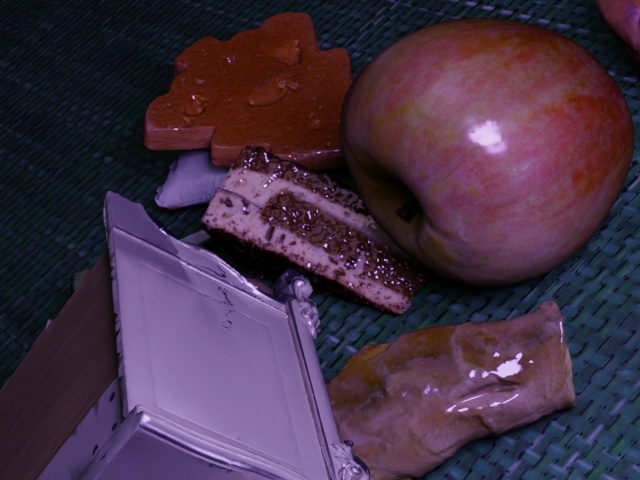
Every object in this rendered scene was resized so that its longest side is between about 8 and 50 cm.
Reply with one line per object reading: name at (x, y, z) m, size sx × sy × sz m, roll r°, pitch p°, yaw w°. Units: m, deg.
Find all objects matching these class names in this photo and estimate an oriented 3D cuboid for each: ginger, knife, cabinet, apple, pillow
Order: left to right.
cabinet at (-0.142, 0.179, 1.153) m, size 0.290 × 0.227 × 0.318 m, roll -52°, pitch 29°, yaw 22°
knife at (-0.182, 0.021, 1.563) m, size 0.207 × 0.014 × 0.030 m, roll -26°, pitch 33°, yaw -20°
pillow at (-0.112, -0.128, 1.696) m, size 0.128 × 0.051 × 0.229 m, roll -5°, pitch 45°, yaw 29°
ginger at (0.094, 0.134, 1.204) m, size 0.263 × 0.109 × 0.116 m, roll -24°, pitch 35°, yaw 10°
apple at (0.156, -0.090, 1.294) m, size 0.234 × 0.257 × 0.257 m, roll -35°, pitch 36°, yaw -13°

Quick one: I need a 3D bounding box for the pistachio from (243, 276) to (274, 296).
pistachio at (-0.070, 0.093, 1.379) m, size 0.113 × 0.113 × 0.149 m, roll -25°, pitch 30°, yaw 10°

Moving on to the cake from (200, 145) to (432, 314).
cake at (0.010, 0.006, 1.468) m, size 0.246 × 0.135 × 0.112 m, roll 24°, pitch 73°, yaw 16°

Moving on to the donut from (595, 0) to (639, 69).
donut at (0.420, -0.253, 1.375) m, size 0.299 × 0.150 × 0.317 m, roll -8°, pitch 44°, yaw 30°

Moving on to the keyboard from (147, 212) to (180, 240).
keyboard at (-0.171, 0.027, 1.594) m, size 0.060 × 0.018 × 0.195 m, roll -44°, pitch 38°, yaw -6°

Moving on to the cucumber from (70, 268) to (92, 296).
cucumber at (-0.230, 0.102, 1.525) m, size 0.078 × 0.062 × 0.211 m, roll -12°, pitch 30°, yaw -2°

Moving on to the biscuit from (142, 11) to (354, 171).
biscuit at (-0.052, -0.156, 1.644) m, size 0.306 × 0.043 × 0.284 m, roll 32°, pitch 56°, yaw 32°
